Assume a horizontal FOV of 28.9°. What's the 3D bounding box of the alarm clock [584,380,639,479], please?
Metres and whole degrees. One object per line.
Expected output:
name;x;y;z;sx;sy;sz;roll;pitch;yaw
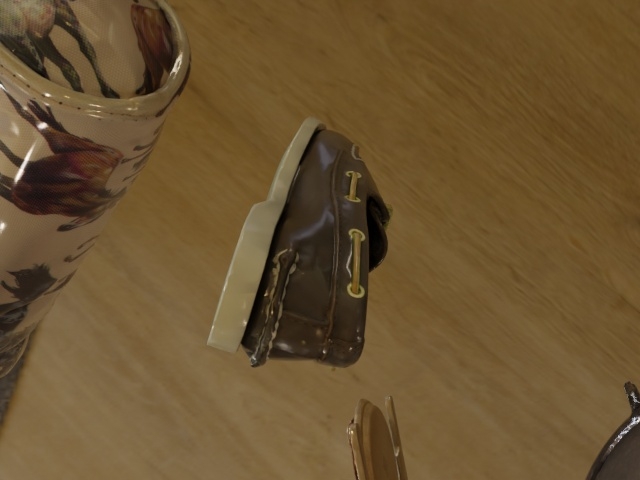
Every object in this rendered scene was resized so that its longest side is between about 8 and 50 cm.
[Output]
alarm clock;0.188;0.155;0.650;0.064;0.192;0.129;29;127;-17

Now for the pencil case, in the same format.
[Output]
pencil case;-0.239;-0.046;0.898;0.410;0.160;0.183;-49;62;45

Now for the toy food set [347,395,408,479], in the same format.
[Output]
toy food set;0.040;0.208;1.109;0.039;0.192;0.132;-11;87;13

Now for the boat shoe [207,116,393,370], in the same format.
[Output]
boat shoe;0.000;0.000;0.634;0.069;0.228;0.081;18;115;1
